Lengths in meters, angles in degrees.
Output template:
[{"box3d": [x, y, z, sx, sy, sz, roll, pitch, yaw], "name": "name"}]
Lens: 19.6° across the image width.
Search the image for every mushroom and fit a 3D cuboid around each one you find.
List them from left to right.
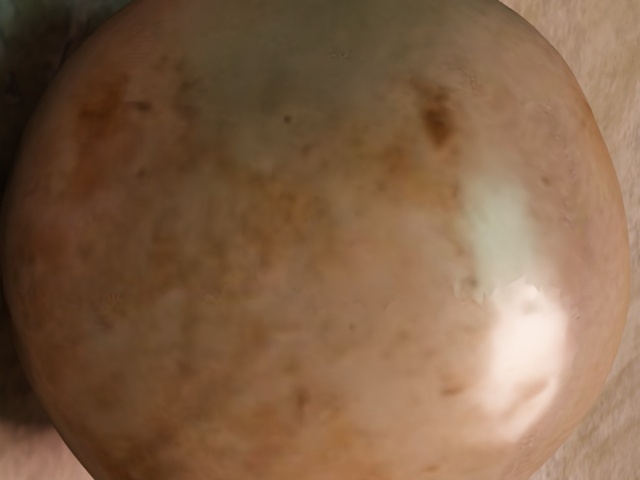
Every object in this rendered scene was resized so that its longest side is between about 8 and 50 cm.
[{"box3d": [0.000, 0.000, 0.905, 0.290, 0.298, 0.297, -65, 156, -77], "name": "mushroom"}]
